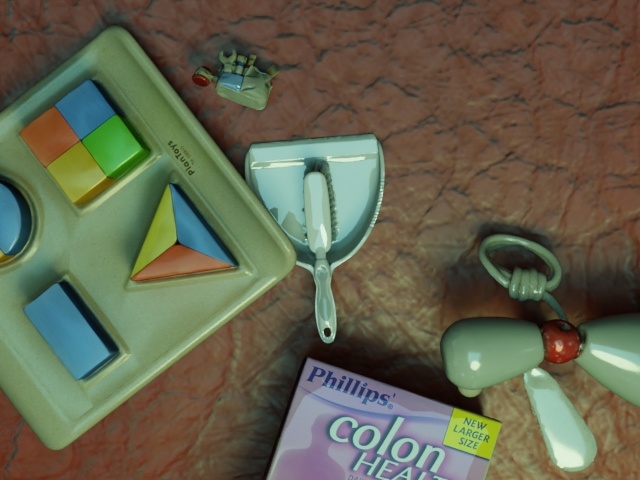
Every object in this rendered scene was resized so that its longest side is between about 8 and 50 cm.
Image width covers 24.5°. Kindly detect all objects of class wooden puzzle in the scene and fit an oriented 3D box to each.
[{"bbox_3d":[-0.250,0.000,1.526,0.348,0.080,0.322,-38,88,7],"label":"wooden puzzle"}]

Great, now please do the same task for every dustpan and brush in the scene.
[{"bbox_3d":[0.000,0.000,1.551,0.147,0.060,0.211,-5,98,2],"label":"dustpan and brush"}]

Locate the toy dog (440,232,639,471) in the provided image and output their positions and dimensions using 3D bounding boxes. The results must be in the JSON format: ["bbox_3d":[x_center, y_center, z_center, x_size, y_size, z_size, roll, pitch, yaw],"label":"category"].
[{"bbox_3d":[0.289,0.140,1.520,0.333,0.220,0.161,14,130,6],"label":"toy dog"}]

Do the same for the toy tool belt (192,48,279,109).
[{"bbox_3d":[-0.088,-0.174,1.540,0.083,0.052,0.051,21,67,-5],"label":"toy tool belt"}]

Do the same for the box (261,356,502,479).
[{"bbox_3d":[0.046,0.269,1.533,0.213,0.117,0.243,19,83,-1],"label":"box"}]
